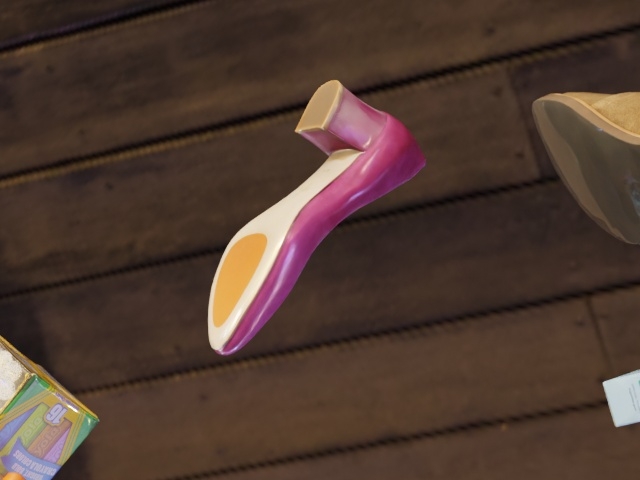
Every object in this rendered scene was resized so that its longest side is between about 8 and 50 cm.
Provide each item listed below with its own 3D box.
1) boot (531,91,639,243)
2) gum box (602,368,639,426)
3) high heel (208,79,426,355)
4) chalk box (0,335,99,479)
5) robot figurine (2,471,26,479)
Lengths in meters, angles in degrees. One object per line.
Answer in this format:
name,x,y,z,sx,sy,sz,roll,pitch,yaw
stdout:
boot,0.259,-0.067,1.231,0.115,0.305,0.112,-32,111,-13
gum box,0.343,0.099,1.349,0.184,0.157,0.041,-19,84,36
high heel,0.000,0.000,1.357,0.117,0.244,0.082,36,156,-30
chalk box,-0.374,0.221,1.838,0.213,0.132,0.132,-50,140,-5
robot figurine,-0.285,0.348,1.772,0.158,0.128,0.219,-39,108,-14
